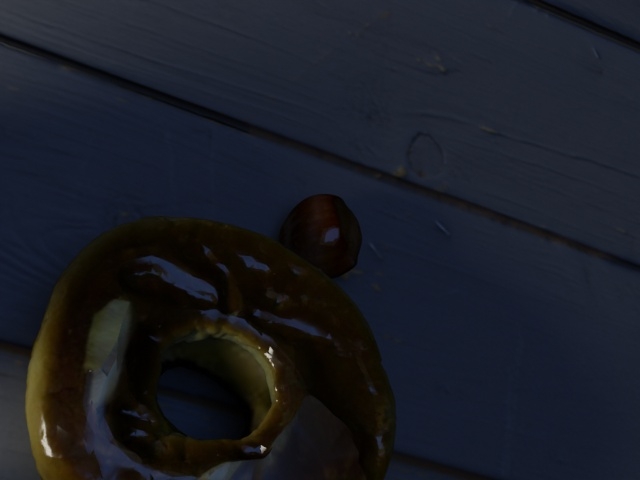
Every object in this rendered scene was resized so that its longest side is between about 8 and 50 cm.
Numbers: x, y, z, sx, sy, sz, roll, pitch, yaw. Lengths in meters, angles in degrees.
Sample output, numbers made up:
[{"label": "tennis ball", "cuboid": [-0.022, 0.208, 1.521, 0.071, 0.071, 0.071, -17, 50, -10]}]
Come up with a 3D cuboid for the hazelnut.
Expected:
[{"label": "hazelnut", "cuboid": [0.000, 0.000, 1.167, 0.086, 0.086, 0.086, 7, 71, -21]}]

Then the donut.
[{"label": "donut", "cuboid": [-0.106, 0.146, 1.037, 0.330, 0.160, 0.330, 11, 58, -18]}]
